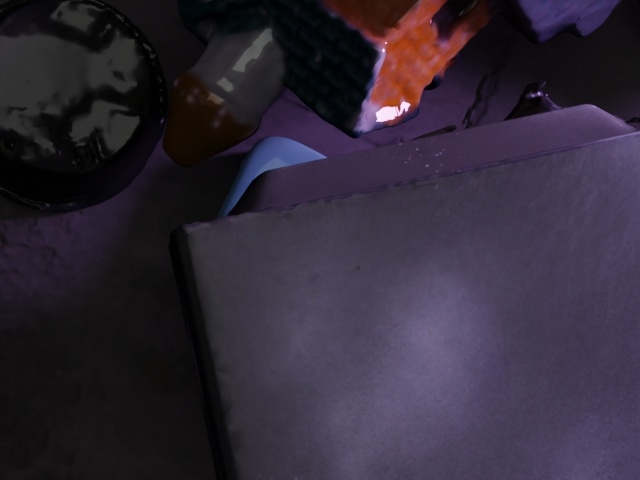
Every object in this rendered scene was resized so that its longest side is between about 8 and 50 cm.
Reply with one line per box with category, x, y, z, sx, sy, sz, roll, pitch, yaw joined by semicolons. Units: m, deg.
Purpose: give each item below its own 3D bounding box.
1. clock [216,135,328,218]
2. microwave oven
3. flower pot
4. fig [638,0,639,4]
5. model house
clock;0.000;0.000;1.403;0.147;0.045;0.108;25;80;1
microwave oven;0.142;0.088;1.270;0.432;0.236;0.374;-11;91;-6
flower pot;-0.180;-0.101;1.369;0.157;0.107;0.157;0;88;-8
fig;0.311;-0.198;1.414;0.202;0.148;0.149;-10;117;-36
model house;0.010;-0.157;1.354;0.271;0.190;0.301;41;89;27
